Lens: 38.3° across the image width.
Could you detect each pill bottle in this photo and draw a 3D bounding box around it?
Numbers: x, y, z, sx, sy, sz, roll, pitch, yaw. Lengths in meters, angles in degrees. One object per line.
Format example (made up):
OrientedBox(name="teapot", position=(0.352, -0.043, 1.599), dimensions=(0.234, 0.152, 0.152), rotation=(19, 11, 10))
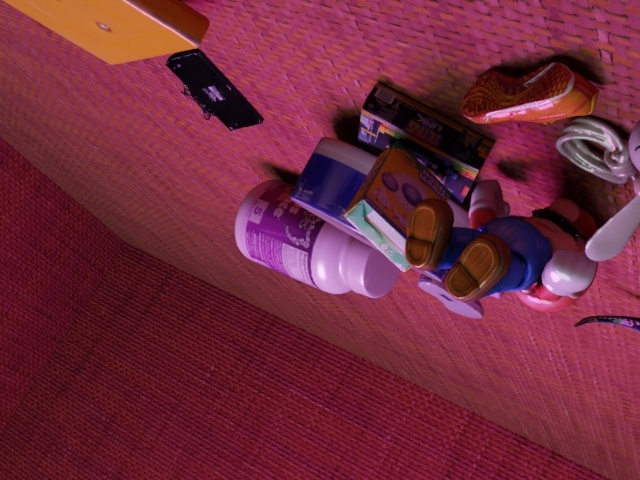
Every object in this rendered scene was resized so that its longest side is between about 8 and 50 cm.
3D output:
OrientedBox(name="pill bottle", position=(0.000, 0.000, 1.701), dimensions=(0.302, 0.169, 0.169), rotation=(20, 163, 36))

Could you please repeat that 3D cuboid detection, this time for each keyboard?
OrientedBox(name="keyboard", position=(-0.177, -0.250, 1.500), dimensions=(0.100, 0.038, 0.192), rotation=(-7, 146, 31))

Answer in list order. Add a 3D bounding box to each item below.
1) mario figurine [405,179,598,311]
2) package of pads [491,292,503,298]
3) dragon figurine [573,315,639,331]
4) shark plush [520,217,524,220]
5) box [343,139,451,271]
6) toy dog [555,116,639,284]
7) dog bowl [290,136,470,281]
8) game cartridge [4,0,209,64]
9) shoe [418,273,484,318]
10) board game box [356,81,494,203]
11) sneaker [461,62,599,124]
OrientedBox(name="mario figurine", position=(0.245, -0.011, 1.109), dimensions=(0.170, 0.198, 0.321), rotation=(-30, 160, 35))
OrientedBox(name="package of pads", position=(0.297, 0.070, 1.610), dimensions=(0.050, 0.032, 0.083), rotation=(23, 165, 20))
OrientedBox(name="dragon figurine", position=(0.513, 0.141, 1.287), dimensions=(0.289, 0.085, 0.144), rotation=(27, 166, 13))
OrientedBox(name="shark plush", position=(0.288, 0.009, 1.331), dimensions=(0.073, 0.067, 0.161), rotation=(40, 164, -32))
OrientedBox(name="box", position=(0.103, -0.051, 1.146), dimensions=(0.105, 0.179, 0.043), rotation=(43, 125, -10))
OrientedBox(name="toy dog", position=(0.373, 0.022, 0.966), dimensions=(0.334, 0.161, 0.220), rotation=(40, 163, -22))
OrientedBox(name="dog bowl", position=(0.091, -0.045, 1.365), dimensions=(0.265, 0.104, 0.265), rotation=(30, 179, 0))
OrientedBox(name="game cartridge", position=(-0.346, -0.344, 1.224), dimensions=(0.324, 0.052, 0.285), rotation=(31, 166, -35))
OrientedBox(name="shoe", position=(0.243, 0.074, 1.641), dimensions=(0.063, 0.081, 0.178), rotation=(0, 155, 44))
OrientedBox(name="board game box", position=(0.134, -0.126, 1.221), dimensions=(0.170, 0.048, 0.141), rotation=(29, 165, 8))
OrientedBox(name="sneaker", position=(0.213, -0.143, 0.967), dimensions=(0.067, 0.064, 0.175), rotation=(27, 173, -30))
